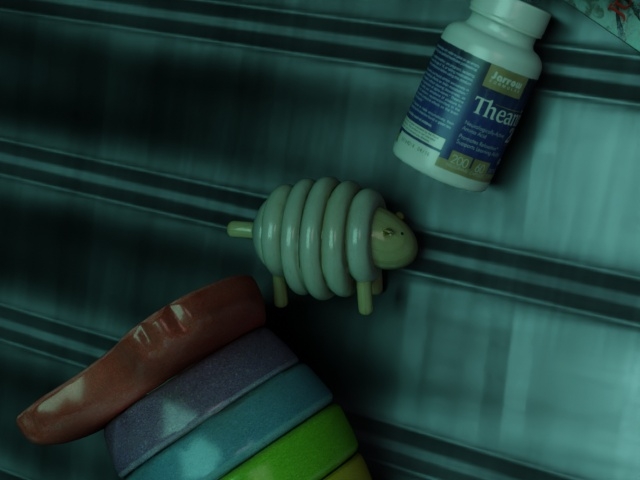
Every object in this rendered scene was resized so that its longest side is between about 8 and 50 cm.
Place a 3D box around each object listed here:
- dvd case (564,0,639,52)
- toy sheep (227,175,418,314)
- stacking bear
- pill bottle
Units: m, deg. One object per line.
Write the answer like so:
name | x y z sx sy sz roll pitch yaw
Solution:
dvd case | 0.202 -0.161 0.817 0.119 0.013 0.087 42 111 26
toy sheep | 0.000 0.000 0.900 0.132 0.091 0.091 2 92 13
stacking bear | -0.033 0.183 0.881 0.175 0.164 0.289 -36 83 29
pill bottle | 0.098 -0.096 0.849 0.067 0.067 0.120 31 106 27
